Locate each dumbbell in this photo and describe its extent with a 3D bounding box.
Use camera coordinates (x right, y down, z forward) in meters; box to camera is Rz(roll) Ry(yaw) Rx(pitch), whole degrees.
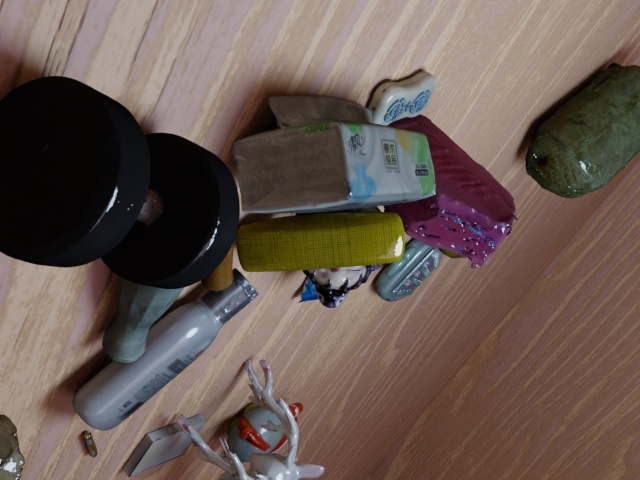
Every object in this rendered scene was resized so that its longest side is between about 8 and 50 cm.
[{"bbox_3d":[-0.185,-0.042,0.694,0.152,0.152,0.218,-47,158,8],"label":"dumbbell"}]

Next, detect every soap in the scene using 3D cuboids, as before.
[{"bbox_3d":[0.175,-0.072,1.143,0.162,0.250,0.099,-21,151,-48],"label":"soap"}]

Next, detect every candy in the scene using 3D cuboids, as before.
[{"bbox_3d":[0.015,0.056,1.386,0.088,0.038,0.136,-2,128,-41],"label":"candy"}]

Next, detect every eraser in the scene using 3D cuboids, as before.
[{"bbox_3d":[-0.291,0.385,1.451,0.150,0.023,0.104,-6,136,-58],"label":"eraser"}]

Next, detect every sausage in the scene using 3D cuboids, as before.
[{"bbox_3d":[-0.366,0.324,1.222,0.015,0.015,0.100,-33,156,-26],"label":"sausage"}]

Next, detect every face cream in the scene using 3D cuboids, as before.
[{"bbox_3d":[-0.214,0.152,1.094,0.291,0.071,0.144,-41,169,-7],"label":"face cream"}]

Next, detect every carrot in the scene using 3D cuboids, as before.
[{"bbox_3d":[-0.137,0.015,1.023,0.048,0.048,0.139,-32,154,-27],"label":"carrot"}]

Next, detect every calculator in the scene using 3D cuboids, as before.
[{"bbox_3d":[0.200,0.061,1.710,0.185,0.041,0.299,-47,160,5],"label":"calculator"}]

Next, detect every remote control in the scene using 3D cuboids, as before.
[{"bbox_3d":[0.116,-0.200,1.100,0.122,0.032,0.074,-25,152,-39],"label":"remote control"}]

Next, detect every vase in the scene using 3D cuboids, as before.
[{"bbox_3d":[-0.218,0.071,0.945,0.086,0.086,0.214,-23,154,-43],"label":"vase"}]

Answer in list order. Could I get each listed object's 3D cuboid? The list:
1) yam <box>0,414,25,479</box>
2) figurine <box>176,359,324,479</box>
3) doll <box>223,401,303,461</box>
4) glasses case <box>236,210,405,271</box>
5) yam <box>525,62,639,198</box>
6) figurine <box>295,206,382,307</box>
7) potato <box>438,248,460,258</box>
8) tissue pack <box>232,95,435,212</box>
[{"bbox_3d":[-0.442,0.271,0.831,0.238,0.128,0.129,-9,128,-54],"label":"yam"},{"bbox_3d":[-0.143,0.424,1.442,0.206,0.284,0.316,-29,160,-43],"label":"figurine"},{"bbox_3d":[-0.134,0.427,1.716,0.199,0.105,0.336,-42,166,-1],"label":"doll"},{"bbox_3d":[0.000,0.000,1.068,0.234,0.079,0.064,-4,-168,0],"label":"glasses case"},{"bbox_3d":[0.597,-0.230,1.676,0.300,0.195,0.195,-39,158,-15],"label":"yam"},{"bbox_3d":[0.025,0.007,1.216,0.145,0.145,0.222,-31,151,-30],"label":"figurine"},{"bbox_3d":[0.291,-0.046,1.574,0.176,0.137,0.137,-55,169,-40],"label":"potato"},{"bbox_3d":[0.022,-0.112,0.962,0.159,0.145,0.229,-6,-179,33],"label":"tissue pack"}]
